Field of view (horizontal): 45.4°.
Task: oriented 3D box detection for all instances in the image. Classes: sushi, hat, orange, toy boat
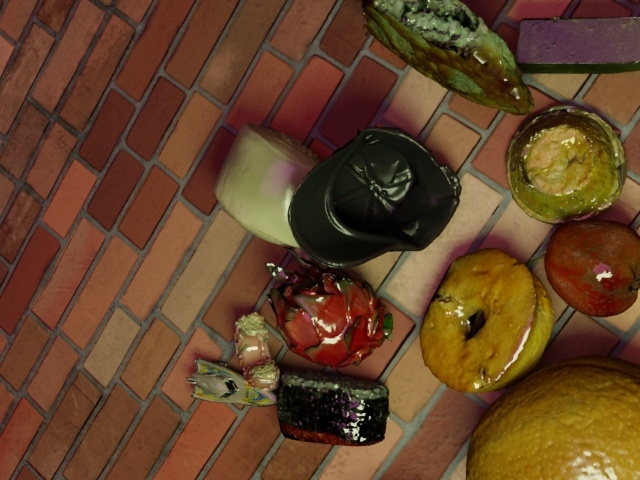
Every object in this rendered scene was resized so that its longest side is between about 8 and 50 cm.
[{"bbox_3d":[0.018,0.313,1.445,0.225,0.136,0.126,-2,86,31],"label":"sushi"},{"bbox_3d":[0.060,-0.072,1.378,0.209,0.336,0.238,-1,109,61],"label":"hat"},{"bbox_3d":[0.391,0.345,1.173,0.357,0.322,0.322,-32,76,32],"label":"orange"},{"bbox_3d":[-0.175,0.300,1.569,0.210,0.066,0.084,11,95,23],"label":"toy boat"}]

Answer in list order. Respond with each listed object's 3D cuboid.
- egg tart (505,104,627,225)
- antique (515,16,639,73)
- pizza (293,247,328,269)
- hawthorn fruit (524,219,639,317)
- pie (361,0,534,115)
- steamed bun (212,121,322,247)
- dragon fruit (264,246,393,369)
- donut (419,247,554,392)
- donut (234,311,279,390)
[{"bbox_3d":[0.412,-0.129,1.302,0.212,0.090,0.213,-2,84,23],"label":"egg tart"},{"bbox_3d":[0.449,-0.327,1.292,0.220,0.080,0.081,7,93,23],"label":"antique"},{"bbox_3d":[0.000,0.000,1.510,0.099,0.036,0.160,10,94,28],"label":"pizza"},{"bbox_3d":[0.429,0.034,1.264,0.203,0.162,0.163,26,100,34],"label":"hawthorn fruit"},{"bbox_3d":[0.212,-0.323,1.286,0.354,0.288,0.103,36,96,25],"label":"pie"},{"bbox_3d":[-0.102,-0.108,1.479,0.250,0.154,0.200,38,104,38],"label":"steamed bun"},{"bbox_3d":[0.005,0.131,1.413,0.274,0.192,0.193,26,108,4],"label":"dragon fruit"},{"bbox_3d":[0.278,0.139,1.297,0.253,0.118,0.253,-27,55,48],"label":"donut"},{"bbox_3d":[-0.128,0.234,1.524,0.065,0.117,0.166,-9,51,-15],"label":"donut"}]
